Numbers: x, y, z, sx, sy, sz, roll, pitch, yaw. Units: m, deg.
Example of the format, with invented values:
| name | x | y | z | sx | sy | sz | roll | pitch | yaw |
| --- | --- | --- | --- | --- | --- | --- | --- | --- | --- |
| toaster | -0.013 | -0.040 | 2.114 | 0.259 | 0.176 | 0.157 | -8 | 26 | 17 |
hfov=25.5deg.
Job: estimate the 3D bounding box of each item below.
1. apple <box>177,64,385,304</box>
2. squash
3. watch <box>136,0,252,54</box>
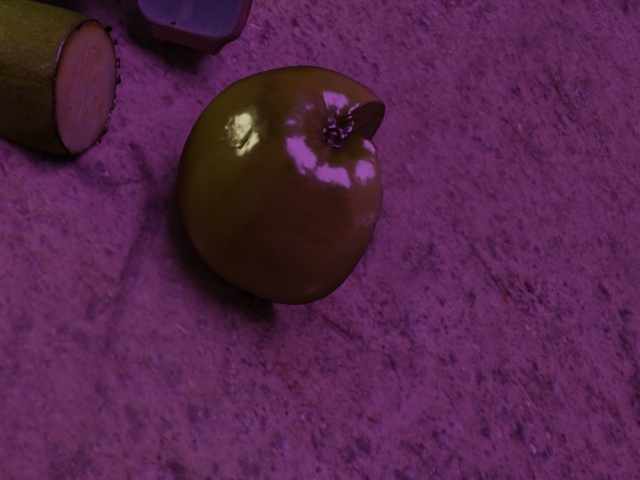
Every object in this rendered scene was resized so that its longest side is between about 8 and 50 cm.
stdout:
| name | x | y | z | sx | sy | sz | roll | pitch | yaw |
| --- | --- | --- | --- | --- | --- | --- | --- | --- | --- |
| apple | -0.054 | -0.086 | 1.759 | 0.233 | 0.258 | 0.295 | 23 | 52 | -13 |
| squash | -0.403 | -0.215 | 1.762 | 0.260 | 0.189 | 0.189 | 10 | 39 | 15 |
| watch | -0.148 | -0.403 | 1.983 | 0.162 | 0.253 | 0.241 | 18 | 16 | 1 |
